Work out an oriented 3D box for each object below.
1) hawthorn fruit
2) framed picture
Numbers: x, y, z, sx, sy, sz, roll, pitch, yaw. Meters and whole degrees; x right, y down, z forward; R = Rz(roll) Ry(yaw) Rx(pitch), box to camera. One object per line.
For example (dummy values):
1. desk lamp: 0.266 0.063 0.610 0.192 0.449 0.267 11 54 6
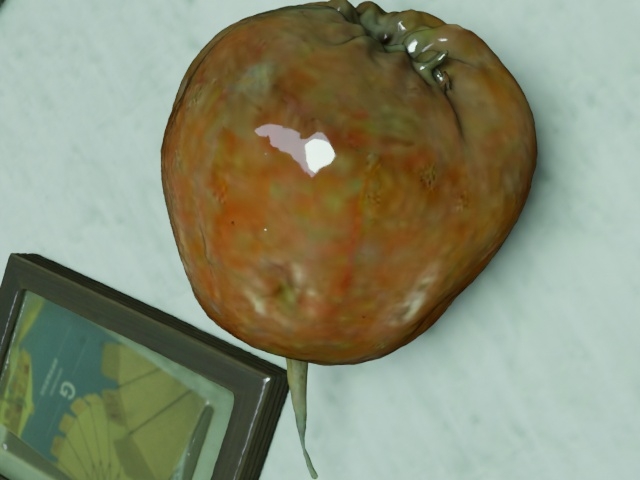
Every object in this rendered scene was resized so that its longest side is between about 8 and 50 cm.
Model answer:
1. hawthorn fruit: -0.006 -0.014 0.431 0.149 0.149 0.189 46 109 20
2. framed picture: -0.107 0.094 0.543 0.168 0.023 0.128 22 97 25
